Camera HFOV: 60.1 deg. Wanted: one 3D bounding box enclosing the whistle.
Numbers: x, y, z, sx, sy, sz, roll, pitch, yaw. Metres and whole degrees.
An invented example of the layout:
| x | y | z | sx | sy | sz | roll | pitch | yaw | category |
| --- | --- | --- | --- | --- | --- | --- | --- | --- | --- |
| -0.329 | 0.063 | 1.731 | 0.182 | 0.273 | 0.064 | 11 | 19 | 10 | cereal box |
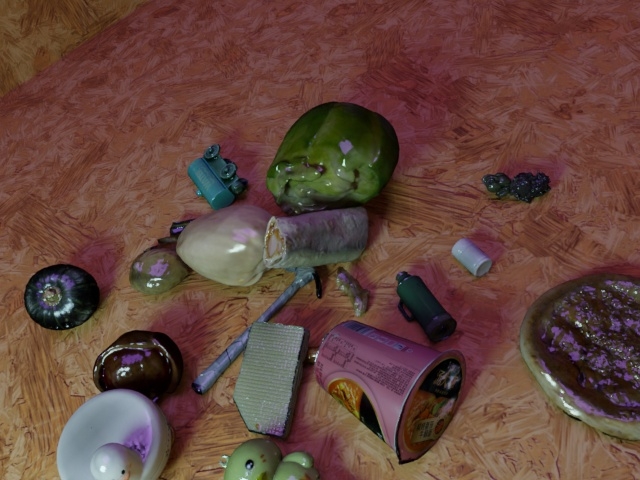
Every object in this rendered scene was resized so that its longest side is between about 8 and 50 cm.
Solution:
| x | y | z | sx | sy | sz | roll | pitch | yaw | category |
| --- | --- | --- | --- | --- | --- | --- | --- | --- | --- |
| -0.069 | 0.478 | 1.080 | 0.293 | 0.141 | 0.141 | 12 | 56 | 25 | whistle |

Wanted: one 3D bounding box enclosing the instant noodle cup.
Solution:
| x | y | z | sx | sy | sz | roll | pitch | yaw | category |
| --- | --- | --- | --- | --- | --- | --- | --- | --- | --- |
| 0.130 | 0.284 | 1.137 | 0.254 | 0.244 | 0.244 | 21 | 60 | 40 | instant noodle cup |

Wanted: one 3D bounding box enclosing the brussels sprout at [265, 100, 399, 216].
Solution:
| x | y | z | sx | sy | sz | roll | pitch | yaw | category |
| --- | --- | --- | --- | --- | --- | --- | --- | --- | --- |
| 0.036 | -0.213 | 1.513 | 0.371 | 0.275 | 0.315 | -29 | 40 | 29 | brussels sprout |

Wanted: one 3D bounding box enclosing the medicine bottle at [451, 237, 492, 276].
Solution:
| x | y | z | sx | sy | sz | roll | pitch | yaw | category |
| --- | --- | --- | --- | --- | --- | --- | --- | --- | --- |
| 0.369 | 0.041 | 1.349 | 0.057 | 0.057 | 0.089 | -33 | 50 | -10 | medicine bottle |

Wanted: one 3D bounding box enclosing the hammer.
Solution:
| x | y | z | sx | sy | sz | roll | pitch | yaw | category |
| --- | --- | --- | --- | --- | --- | --- | --- | --- | --- |
| -0.165 | 0.212 | 1.394 | 0.152 | 0.044 | 0.427 | 33 | 68 | 35 | hammer |

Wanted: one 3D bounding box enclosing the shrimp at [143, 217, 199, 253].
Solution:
| x | y | z | sx | sy | sz | roll | pitch | yaw | category |
| --- | --- | --- | --- | --- | --- | --- | --- | --- | --- |
| -0.401 | -0.017 | 1.643 | 0.254 | 0.059 | 0.145 | -5 | 48 | 13 | shrimp |

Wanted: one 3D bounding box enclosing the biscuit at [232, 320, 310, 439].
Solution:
| x | y | z | sx | sy | sz | roll | pitch | yaw | category |
| --- | --- | --- | --- | --- | --- | --- | --- | --- | --- |
| -0.115 | 0.314 | 1.263 | 0.150 | 0.052 | 0.253 | 0 | 63 | 23 | biscuit |

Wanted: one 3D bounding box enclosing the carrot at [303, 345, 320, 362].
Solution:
| x | y | z | sx | sy | sz | roll | pitch | yaw | category |
| --- | --- | --- | --- | --- | --- | --- | --- | --- | --- |
| -0.017 | 0.268 | 1.295 | 0.190 | 0.047 | 0.047 | -9 | 50 | 14 | carrot |

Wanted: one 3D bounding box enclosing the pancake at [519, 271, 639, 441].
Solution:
| x | y | z | sx | sy | sz | roll | pitch | yaw | category |
| --- | --- | --- | --- | --- | --- | --- | --- | --- | --- |
| 0.614 | 0.219 | 1.117 | 0.381 | 0.071 | 0.383 | -9 | 49 | 11 | pancake |

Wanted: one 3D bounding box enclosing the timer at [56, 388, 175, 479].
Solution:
| x | y | z | sx | sy | sz | roll | pitch | yaw | category |
| --- | --- | --- | --- | --- | --- | --- | --- | --- | --- |
| -0.438 | 0.428 | 1.162 | 0.233 | 0.240 | 0.234 | -4 | 58 | 7 | timer |

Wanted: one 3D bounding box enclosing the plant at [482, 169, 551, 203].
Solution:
| x | y | z | sx | sy | sz | roll | pitch | yaw | category |
| --- | --- | --- | --- | --- | --- | --- | --- | --- | --- |
| 0.512 | -0.145 | 1.448 | 0.174 | 0.087 | 0.085 | 4 | 23 | 15 | plant |

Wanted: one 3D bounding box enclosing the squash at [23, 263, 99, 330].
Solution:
| x | y | z | sx | sy | sz | roll | pitch | yaw | category |
| --- | --- | --- | --- | --- | --- | --- | --- | --- | --- |
| -0.712 | 0.155 | 1.531 | 0.193 | 0.156 | 0.194 | 1 | 95 | 17 | squash |

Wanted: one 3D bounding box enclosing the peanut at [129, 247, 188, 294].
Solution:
| x | y | z | sx | sy | sz | roll | pitch | yaw | category |
| --- | --- | --- | --- | --- | --- | --- | --- | --- | --- |
| -0.448 | 0.085 | 1.544 | 0.158 | 0.109 | 0.141 | -2 | 61 | 2 | peanut |

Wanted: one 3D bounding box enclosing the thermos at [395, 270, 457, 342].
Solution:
| x | y | z | sx | sy | sz | roll | pitch | yaw | category |
| --- | --- | --- | --- | --- | --- | --- | --- | --- | --- |
| 0.237 | 0.148 | 1.301 | 0.073 | 0.083 | 0.188 | -12 | 44 | -21 | thermos |

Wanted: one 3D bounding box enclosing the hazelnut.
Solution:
| x | y | z | sx | sy | sz | roll | pitch | yaw | category |
| --- | --- | --- | --- | --- | --- | --- | --- | --- | --- |
| -0.426 | 0.296 | 1.316 | 0.201 | 0.170 | 0.161 | -12 | 42 | 24 | hazelnut |

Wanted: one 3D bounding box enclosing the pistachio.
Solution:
| x | y | z | sx | sy | sz | roll | pitch | yaw | category |
| --- | --- | --- | --- | --- | --- | --- | --- | --- | --- |
| -0.240 | 0.012 | 1.469 | 0.317 | 0.193 | 0.214 | 1 | 84 | 24 | pistachio |

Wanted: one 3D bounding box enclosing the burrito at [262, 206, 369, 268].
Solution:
| x | y | z | sx | sy | sz | roll | pitch | yaw | category |
| --- | --- | --- | --- | --- | --- | --- | --- | --- | --- |
| -0.001 | -0.004 | 1.402 | 0.299 | 0.144 | 0.105 | -8 | 6 | -37 | burrito |

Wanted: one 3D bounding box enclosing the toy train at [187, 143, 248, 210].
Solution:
| x | y | z | sx | sy | sz | roll | pitch | yaw | category |
| --- | --- | --- | --- | --- | --- | --- | --- | --- | --- |
| -0.332 | -0.198 | 1.751 | 0.159 | 0.101 | 0.248 | -43 | 49 | -1 | toy train |

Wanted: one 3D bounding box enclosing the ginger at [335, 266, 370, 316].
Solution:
| x | y | z | sx | sy | sz | roll | pitch | yaw | category |
| --- | --- | --- | --- | --- | --- | --- | --- | --- | --- |
| 0.082 | 0.125 | 1.384 | 0.057 | 0.044 | 0.137 | -10 | 49 | -30 | ginger |
